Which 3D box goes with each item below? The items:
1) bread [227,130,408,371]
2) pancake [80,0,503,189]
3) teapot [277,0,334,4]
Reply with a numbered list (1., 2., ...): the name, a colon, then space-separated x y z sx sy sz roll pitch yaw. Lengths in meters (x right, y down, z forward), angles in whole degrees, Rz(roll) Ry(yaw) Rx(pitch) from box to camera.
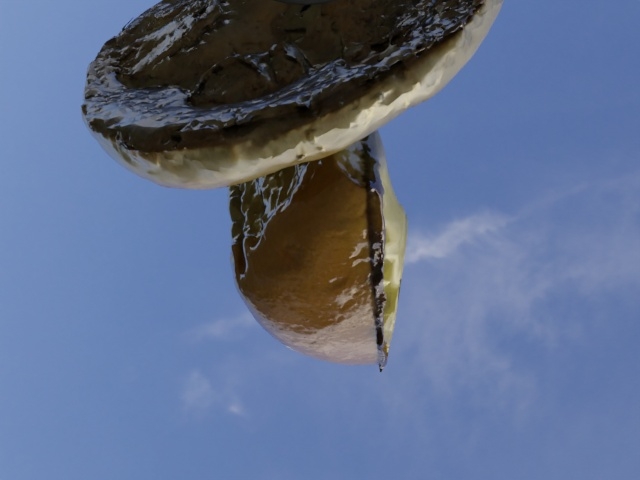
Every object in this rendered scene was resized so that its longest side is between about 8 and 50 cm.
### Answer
1. bread: 0.000 0.000 0.869 0.162 0.262 0.204 -10 -136 1
2. pancake: -0.026 -0.178 0.816 0.386 0.082 0.387 -15 -139 14
3. teapot: 0.077 -0.255 0.334 0.343 0.253 0.300 -3 -80 32
